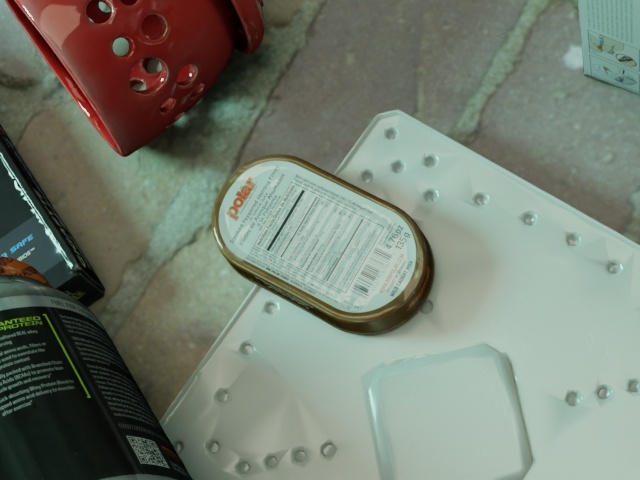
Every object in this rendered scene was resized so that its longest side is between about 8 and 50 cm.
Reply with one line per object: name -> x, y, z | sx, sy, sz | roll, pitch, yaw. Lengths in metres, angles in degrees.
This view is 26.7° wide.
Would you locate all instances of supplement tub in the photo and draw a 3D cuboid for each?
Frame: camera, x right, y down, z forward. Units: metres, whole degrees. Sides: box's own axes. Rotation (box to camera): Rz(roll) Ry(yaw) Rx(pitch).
supplement tub -> -0.212, 0.163, 0.983 | 0.194, 0.193, 0.316 | -37, 50, -1

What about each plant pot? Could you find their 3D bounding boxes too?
plant pot -> -0.154, -0.192, 1.143 | 0.174, 0.191, 0.191 | -35, 67, -10

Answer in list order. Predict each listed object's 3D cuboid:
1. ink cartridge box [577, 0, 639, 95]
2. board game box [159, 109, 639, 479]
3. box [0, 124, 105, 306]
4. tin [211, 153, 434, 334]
ink cartridge box -> 0.300, -0.276, 0.992 | 0.130, 0.309, 0.271 | 25, 78, 20
board game box -> 0.102, 0.146, 1.037 | 0.390, 0.050, 0.390 | 32, 82, 21
box -> -0.386, 0.011, 1.190 | 0.296, 0.073, 0.293 | -35, 69, -1
tin -> 0.000, 0.000, 1.066 | 0.190, 0.040, 0.106 | 27, 75, 21
